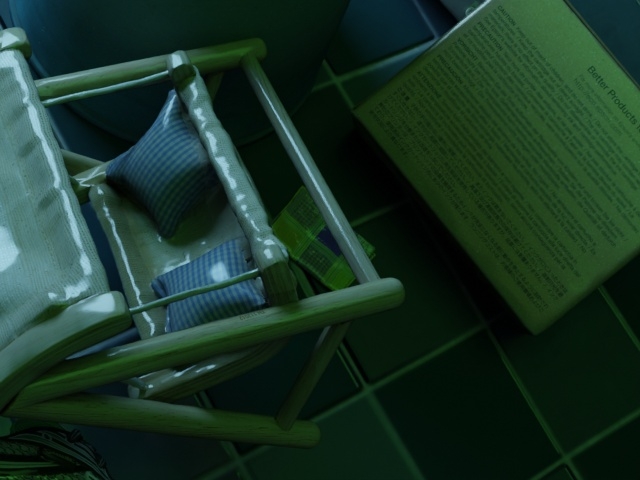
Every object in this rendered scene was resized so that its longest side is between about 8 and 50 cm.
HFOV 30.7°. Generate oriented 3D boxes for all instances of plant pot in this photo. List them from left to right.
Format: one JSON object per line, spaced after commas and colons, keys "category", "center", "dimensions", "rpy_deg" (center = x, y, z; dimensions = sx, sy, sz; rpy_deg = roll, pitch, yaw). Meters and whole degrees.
{"category": "plant pot", "center": [-0.081, -0.242, 0.878], "dimensions": [0.271, 0.255, 0.272], "rpy_deg": [9, 64, -19]}

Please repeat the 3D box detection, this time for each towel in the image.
{"category": "towel", "center": [0.000, 0.000, 0.942], "dimensions": [0.083, 0.009, 0.060], "rpy_deg": [43, 57, 1]}

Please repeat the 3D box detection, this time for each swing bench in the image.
{"category": "swing bench", "center": [-0.129, 0.001, 0.734], "dimensions": [0.254, 0.165, 0.253], "rpy_deg": [-1, 45, -32]}

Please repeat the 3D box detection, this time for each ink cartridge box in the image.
{"category": "ink cartridge box", "center": [0.170, -0.071, 0.951], "dimensions": [0.193, 0.088, 0.235], "rpy_deg": [-38, 84, 0]}

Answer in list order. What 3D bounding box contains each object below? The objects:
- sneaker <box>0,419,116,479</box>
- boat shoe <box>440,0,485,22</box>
{"category": "sneaker", "center": [-0.146, 0.182, 0.727], "dimensions": [0.343, 0.134, 0.146], "rpy_deg": [20, 53, -17]}
{"category": "boat shoe", "center": [0.170, -0.192, 1.067], "dimensions": [0.335, 0.095, 0.112], "rpy_deg": [56, 24, 5]}
